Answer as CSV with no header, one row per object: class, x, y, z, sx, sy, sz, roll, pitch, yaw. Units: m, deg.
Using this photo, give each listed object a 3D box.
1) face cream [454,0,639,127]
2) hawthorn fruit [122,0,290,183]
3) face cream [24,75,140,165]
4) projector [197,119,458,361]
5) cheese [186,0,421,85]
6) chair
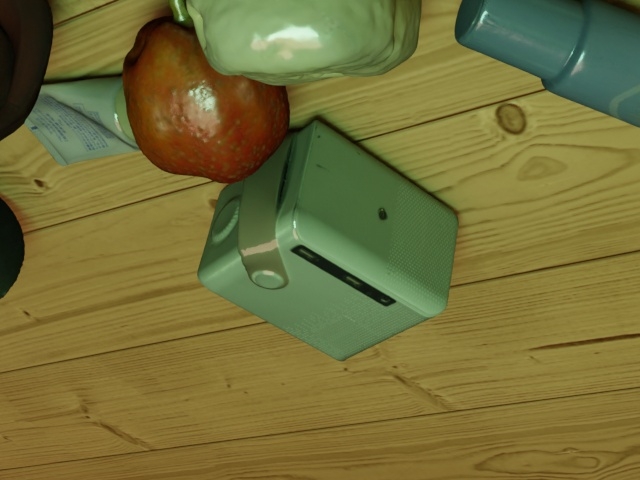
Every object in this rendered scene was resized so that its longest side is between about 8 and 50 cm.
face cream,0.302,-0.137,1.023,0.385,0.086,0.135,19,144,-13
hawthorn fruit,-0.115,-0.186,1.056,0.165,0.165,0.285,3,129,15
face cream,-0.237,-0.131,1.238,0.224,0.070,0.114,-3,137,40
projector,0.000,0.000,1.230,0.243,0.163,0.177,31,139,-27
cheese,-0.011,-0.193,0.935,0.174,0.251,0.248,-15,146,12
chair,-0.401,-0.101,1.186,0.227,0.226,0.401,19,141,-5
